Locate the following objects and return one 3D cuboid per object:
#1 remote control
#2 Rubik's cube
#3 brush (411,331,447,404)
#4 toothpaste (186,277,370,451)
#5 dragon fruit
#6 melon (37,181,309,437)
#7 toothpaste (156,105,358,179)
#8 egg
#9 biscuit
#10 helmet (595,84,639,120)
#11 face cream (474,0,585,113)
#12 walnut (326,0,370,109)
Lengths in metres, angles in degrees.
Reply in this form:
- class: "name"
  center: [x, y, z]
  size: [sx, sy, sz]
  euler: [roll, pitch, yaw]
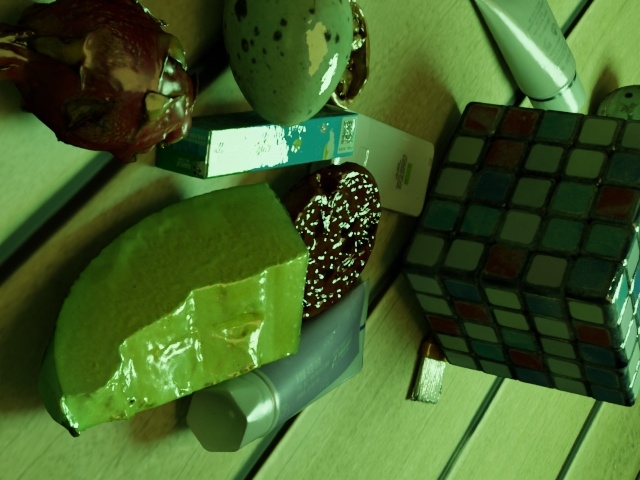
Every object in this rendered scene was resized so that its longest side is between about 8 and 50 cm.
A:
- class: "remote control"
  center: [0.068, -0.092, 1.424]
  size: [0.250, 0.034, 0.103]
  euler: [10, 92, -58]
- class: "Rubik's cube"
  center: [0.313, 0.017, 1.590]
  size: [0.292, 0.287, 0.293]
  euler: [-66, 149, -24]
- class: "brush"
  center: [0.187, 0.082, 1.699]
  size: [0.090, 0.017, 0.314]
  euler: [22, 81, -61]
- class: "toothpaste"
  center: [-0.020, 0.145, 1.333]
  size: [0.371, 0.080, 0.125]
  euler: [-24, 121, -59]
- class: "dragon fruit"
  center: [-0.203, -0.134, 0.906]
  size: [0.246, 0.125, 0.125]
  euler: [4, 67, -39]
- class: "melon"
  center: [-0.142, 0.075, 1.061]
  size: [0.323, 0.124, 0.196]
  euler: [-22, 118, -47]
- class: "toothpaste"
  center: [-0.057, -0.104, 1.191]
  size: [0.267, 0.065, 0.050]
  euler: [-15, 118, -56]
- class: "egg"
  center: [-0.034, -0.192, 1.127]
  size: [0.131, 0.131, 0.164]
  euler: [29, 61, -58]
- class: "biscuit"
  center: [0.000, 0.000, 1.309]
  size: [0.192, 0.049, 0.192]
  euler: [-31, 139, -32]
- class: "helmet"
  center: [0.544, -0.206, 2.095]
  size: [0.177, 0.107, 0.153]
  euler: [55, 49, -74]
- class: "face cream"
  center: [0.301, -0.301, 1.691]
  size: [0.143, 0.089, 0.314]
  euler: [-60, 137, -25]
- class: "walnut"
  center: [0.011, -0.204, 1.276]
  size: [0.091, 0.052, 0.121]
  euler: [-1, 96, -56]
